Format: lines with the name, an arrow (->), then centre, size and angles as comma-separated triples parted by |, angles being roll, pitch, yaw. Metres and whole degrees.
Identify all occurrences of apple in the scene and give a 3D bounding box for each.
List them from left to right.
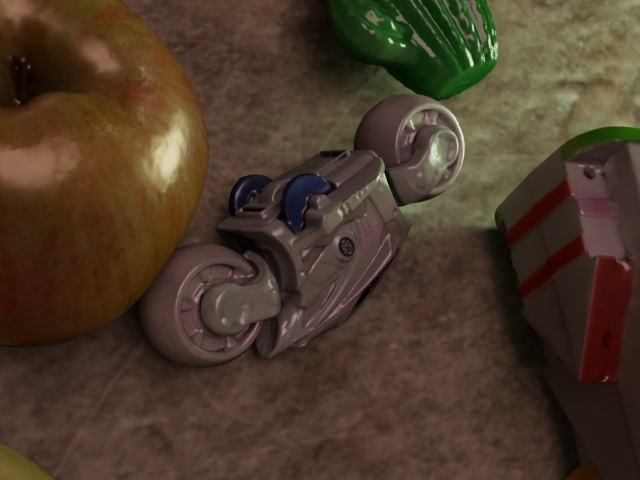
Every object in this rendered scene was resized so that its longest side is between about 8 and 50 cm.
apple -> -0.163, -0.046, 0.556 | 0.210, 0.164, 0.209 | 10, 62, -19

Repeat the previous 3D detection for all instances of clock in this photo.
clock -> 0.261, 0.100, 0.677 | 0.235, 0.166, 0.309 | 3, 62, -22

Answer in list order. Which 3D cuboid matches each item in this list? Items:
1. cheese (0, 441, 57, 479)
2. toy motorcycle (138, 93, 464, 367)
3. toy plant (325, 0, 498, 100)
cheese -> -0.198, 0.189, 0.481 | 0.226, 0.117, 0.214 | 46, 54, 5
toy motorcycle -> 0.000, 0.000, 0.653 | 0.254, 0.112, 0.112 | -37, 87, -29
toy plant -> 0.049, -0.209, 0.753 | 0.155, 0.088, 0.240 | 6, 57, -33
